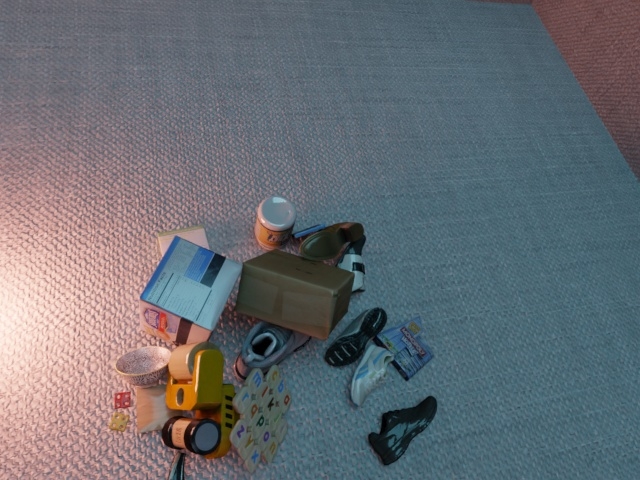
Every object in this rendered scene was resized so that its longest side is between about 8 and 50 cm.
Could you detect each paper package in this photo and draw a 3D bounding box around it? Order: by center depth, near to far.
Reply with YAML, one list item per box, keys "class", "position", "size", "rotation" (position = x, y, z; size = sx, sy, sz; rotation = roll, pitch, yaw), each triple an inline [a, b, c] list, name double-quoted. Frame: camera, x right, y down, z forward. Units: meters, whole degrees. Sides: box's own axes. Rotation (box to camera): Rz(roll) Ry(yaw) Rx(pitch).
- class: "paper package"
  position: [-0.074, 0.166, 1.574]
  size: [0.324, 0.309, 0.168]
  rotation: [15, 101, 14]

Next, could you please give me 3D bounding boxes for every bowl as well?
- class: "bowl"
  position: [-0.551, 0.409, 1.499]
  size: [0.169, 0.170, 0.080]
  rotation: [-6, 107, -16]

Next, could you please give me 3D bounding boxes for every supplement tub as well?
- class: "supplement tub"
  position: [-0.172, -0.060, 1.797]
  size: [0.144, 0.200, 0.145]
  rotation: [5, 61, -10]

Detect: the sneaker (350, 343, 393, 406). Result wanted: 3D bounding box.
- class: "sneaker"
  position: [0.175, 0.466, 1.640]
  size: [0.092, 0.088, 0.229]
  rotation: [11, 54, 30]

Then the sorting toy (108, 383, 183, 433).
- class: "sorting toy"
  position: [-0.508, 0.523, 1.482]
  size: [0.274, 0.046, 0.133]
  rotation: [-5, 63, -17]

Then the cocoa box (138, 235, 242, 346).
- class: "cocoa box"
  position: [-0.417, 0.185, 1.505]
  size: [0.227, 0.347, 0.232]
  rotation: [25, 60, -7]

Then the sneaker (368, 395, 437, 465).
- class: "sneaker"
  position: [0.279, 0.607, 1.596]
  size: [0.286, 0.109, 0.130]
  rotation: [-34, 68, -29]

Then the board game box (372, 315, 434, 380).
- class: "board game box"
  position: [0.327, 0.377, 1.757]
  size: [0.194, 0.060, 0.194]
  rotation: [-33, 73, -26]

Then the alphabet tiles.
- class: "alphabet tiles"
  position: [-0.176, 0.530, 1.439]
  size: [0.021, 0.284, 0.278]
  rotation: [-2, 33, 29]

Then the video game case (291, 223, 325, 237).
- class: "video game case"
  position: [-0.049, -0.037, 1.828]
  size: [0.119, 0.166, 0.015]
  rotation: [-20, 95, -7]

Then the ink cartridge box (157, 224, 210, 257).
- class: "ink cartridge box"
  position: [-0.485, 0.068, 1.738]
  size: [0.170, 0.056, 0.235]
  rotation: [-12, 63, -19]

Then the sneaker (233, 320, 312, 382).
- class: "sneaker"
  position: [-0.128, 0.319, 1.591]
  size: [0.365, 0.210, 0.137]
  rotation: [-37, 76, -28]

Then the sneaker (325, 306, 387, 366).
- class: "sneaker"
  position: [0.125, 0.347, 1.713]
  size: [0.271, 0.108, 0.100]
  rotation: [-41, 95, -13]

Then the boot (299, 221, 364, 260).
- class: "boot"
  position: [0.000, 0.000, 1.790]
  size: [0.283, 0.220, 0.109]
  rotation: [-30, 103, -30]

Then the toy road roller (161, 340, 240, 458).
- class: "toy road roller"
  position: [-0.322, 0.477, 1.435]
  size: [0.240, 0.202, 0.330]
  rotation: [11, 70, -40]

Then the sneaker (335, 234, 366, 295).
- class: "sneaker"
  position: [0.119, 0.127, 1.817]
  size: [0.146, 0.122, 0.331]
  rotation: [28, 68, 3]

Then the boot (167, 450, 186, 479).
- class: "boot"
  position: [-0.360, 0.743, 1.376]
  size: [0.178, 0.085, 0.237]
  rotation: [9, 66, -11]
